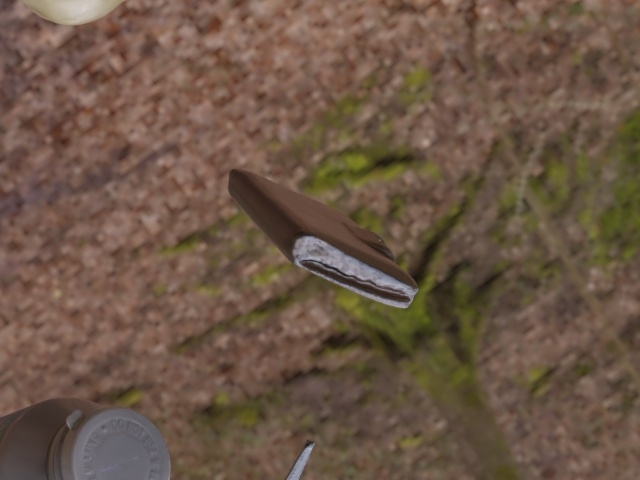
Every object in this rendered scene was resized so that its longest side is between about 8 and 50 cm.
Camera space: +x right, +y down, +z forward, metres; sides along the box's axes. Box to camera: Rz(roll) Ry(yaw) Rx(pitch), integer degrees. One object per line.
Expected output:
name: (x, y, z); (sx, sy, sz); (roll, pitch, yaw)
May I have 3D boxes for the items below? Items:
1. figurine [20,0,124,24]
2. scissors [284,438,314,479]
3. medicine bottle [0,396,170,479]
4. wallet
figurine: (-0.116, -0.207, 1.102); (0.196, 0.108, 0.114); (-15, -156, -15)
scissors: (-0.048, 0.225, 1.170); (0.015, 0.100, 0.189); (15, -105, 54)
medicine bottle: (-0.218, 0.200, 1.377); (0.135, 0.135, 0.215); (-38, -171, -40)
wallet: (0.000, 0.000, 1.176); (0.039, 0.118, 0.152); (-63, -154, 7)
